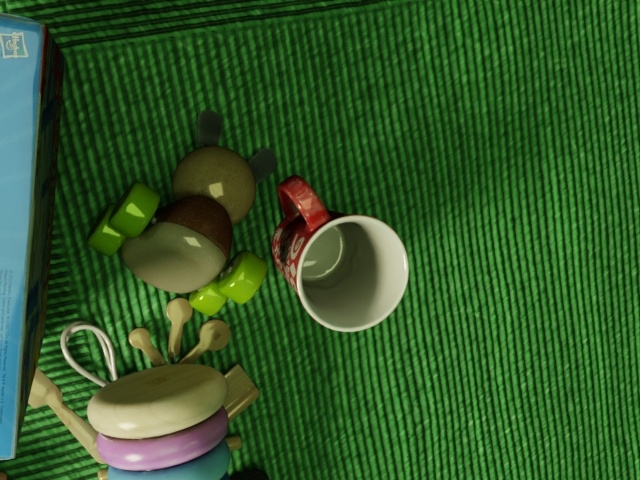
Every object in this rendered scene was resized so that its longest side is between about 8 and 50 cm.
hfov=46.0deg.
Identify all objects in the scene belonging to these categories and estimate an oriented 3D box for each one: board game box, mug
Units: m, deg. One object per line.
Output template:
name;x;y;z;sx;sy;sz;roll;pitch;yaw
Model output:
board game box;-0.278;-0.021;0.638;0.086;0.302;0.309;5;98;-17
mug;0.010;0.001;0.792;0.113;0.169;0.150;-6;100;-14

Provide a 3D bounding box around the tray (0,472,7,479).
tray;-0.550;0.273;0.731;0.410;0.076;0.203;24;92;-19

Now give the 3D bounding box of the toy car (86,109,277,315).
toy car;-0.122;-0.044;0.792;0.155;0.149;0.189;34;60;-21

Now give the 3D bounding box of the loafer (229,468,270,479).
loafer;-0.120;0.333;0.875;0.170;0.062;0.061;-38;127;-2

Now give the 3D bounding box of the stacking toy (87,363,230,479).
stacking toy;-0.141;0.303;0.778;0.141;0.141;0.331;-10;99;-14

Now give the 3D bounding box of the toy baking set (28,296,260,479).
toy baking set;-0.197;0.171;0.838;0.256;0.030;0.197;-14;97;-20
